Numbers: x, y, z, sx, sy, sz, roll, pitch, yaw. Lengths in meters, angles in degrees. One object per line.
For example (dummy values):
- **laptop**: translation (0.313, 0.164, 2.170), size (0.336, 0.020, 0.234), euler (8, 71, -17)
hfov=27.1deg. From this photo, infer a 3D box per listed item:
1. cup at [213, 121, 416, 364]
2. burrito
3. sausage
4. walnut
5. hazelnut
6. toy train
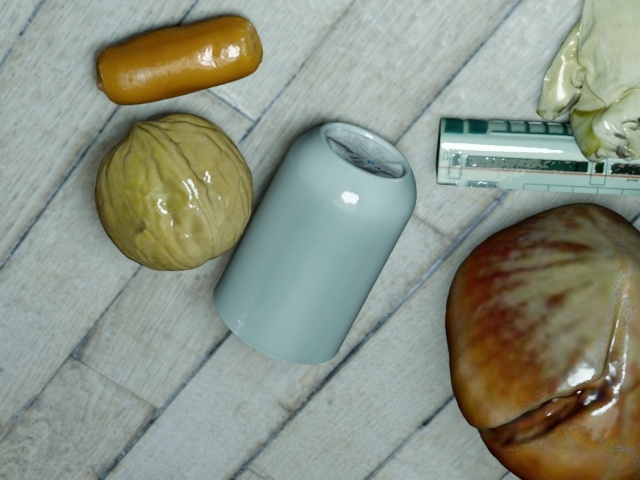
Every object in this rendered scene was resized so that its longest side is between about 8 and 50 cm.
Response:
- **cup**: translation (0.000, 0.000, 1.887), size (0.205, 0.205, 0.312), euler (24, 118, -9)
- **burrito**: translation (0.408, -0.265, 1.726), size (0.190, 0.135, 0.332), euler (39, 132, 33)
- **sausage**: translation (-0.199, -0.246, 1.827), size (0.238, 0.098, 0.098), euler (-12, 118, 10)
- **walnut**: translation (-0.207, -0.069, 1.869), size (0.228, 0.228, 0.228), euler (2, 120, 4)
- **hazelnut**: translation (0.341, 0.143, 1.818), size (0.359, 0.409, 0.359), euler (-2, 135, -2)
- **toy train**: translation (0.367, -0.117, 1.860), size (0.407, 0.086, 0.088), euler (4, 115, 2)
